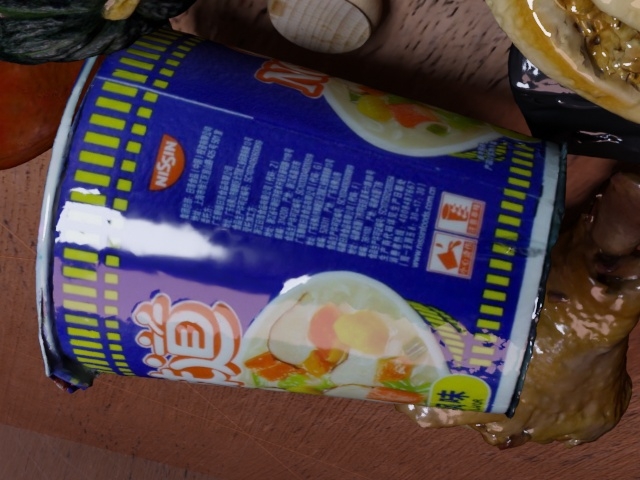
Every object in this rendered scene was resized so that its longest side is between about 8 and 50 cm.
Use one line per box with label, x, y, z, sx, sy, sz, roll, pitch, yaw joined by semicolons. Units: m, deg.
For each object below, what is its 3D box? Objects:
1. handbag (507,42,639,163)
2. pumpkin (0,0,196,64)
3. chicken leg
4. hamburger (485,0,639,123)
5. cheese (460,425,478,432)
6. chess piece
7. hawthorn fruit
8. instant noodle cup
handbag;0.245;-0.091;0.689;0.244;0.088;0.275;9;180;16
pumpkin;-0.141;-0.192;0.584;0.220;0.162;0.220;-27;173;-3
chicken leg;0.208;0.086;1.017;0.295;0.182;0.409;-16;151;-23
hamburger;0.159;-0.157;0.507;0.213;0.214;0.108;20;149;-17
cheese;0.240;0.176;1.335;0.235;0.117;0.218;0;155;25
chess piece;0.003;-0.169;0.768;0.083;0.038;0.084;12;159;5
hawthorn fruit;-0.243;-0.130;0.772;0.185;0.202;0.185;11;149;7
instant noodle cup;0.000;0.000;0.756;0.312;0.284;0.284;11;157;8
